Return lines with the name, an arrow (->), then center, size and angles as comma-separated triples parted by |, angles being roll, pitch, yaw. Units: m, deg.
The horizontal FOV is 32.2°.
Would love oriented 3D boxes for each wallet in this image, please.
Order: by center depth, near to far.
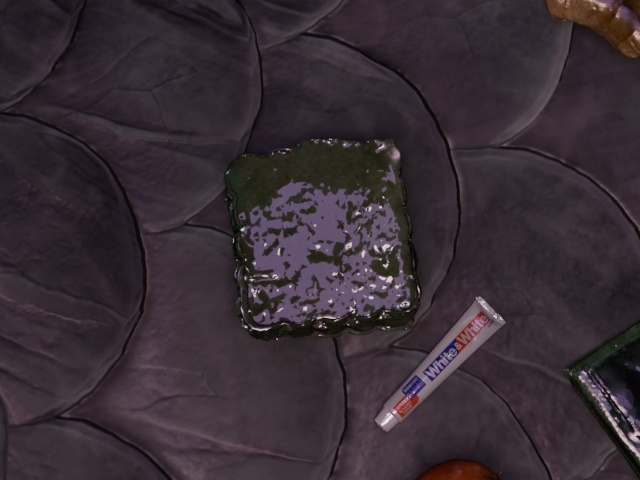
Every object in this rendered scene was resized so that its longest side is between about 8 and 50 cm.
wallet -> 0.443, 0.220, 1.409 | 0.160, 0.055, 0.236 | -31, 77, -10

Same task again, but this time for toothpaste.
toothpaste -> 0.153, 0.165, 1.451 | 0.052, 0.033, 0.218 | 44, 79, 7

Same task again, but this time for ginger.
ginger -> 0.388, -0.318, 1.519 | 0.190, 0.069, 0.095 | 37, 78, 11

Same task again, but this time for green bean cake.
green bean cake -> 0.000, 0.000, 1.445 | 0.241, 0.132, 0.255 | -10, 75, 1

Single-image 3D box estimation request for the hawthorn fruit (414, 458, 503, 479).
hawthorn fruit -> 0.162, 0.376, 1.325 | 0.196, 0.196, 0.225 | 40, 89, 11
